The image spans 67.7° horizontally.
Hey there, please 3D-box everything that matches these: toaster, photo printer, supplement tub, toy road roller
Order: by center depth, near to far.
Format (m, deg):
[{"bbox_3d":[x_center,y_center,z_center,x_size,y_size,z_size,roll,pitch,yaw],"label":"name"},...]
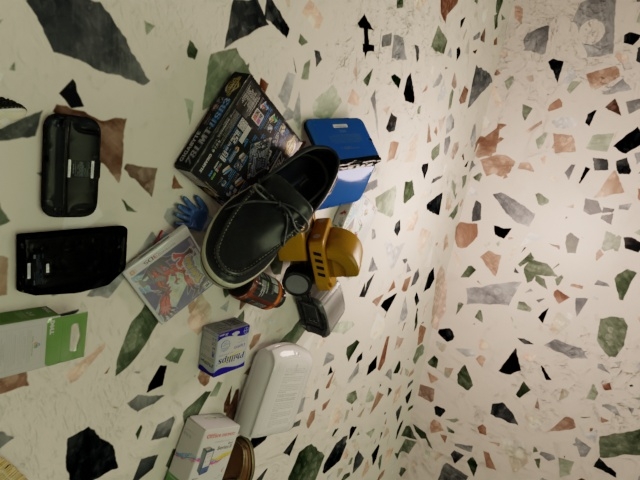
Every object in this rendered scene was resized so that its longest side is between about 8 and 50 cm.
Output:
[{"bbox_3d":[-0.183,0.147,1.429,0.198,0.106,0.106,37,74,-54],"label":"supplement tub"},{"bbox_3d":[0.000,0.000,1.460,0.202,0.240,0.330,-74,158,-58],"label":"toy road roller"},{"bbox_3d":[-0.150,0.499,1.629,0.256,0.107,0.308,21,87,-56],"label":"photo printer"},{"bbox_3d":[0.002,0.223,1.707,0.146,0.129,0.227,-46,136,-39],"label":"toaster"}]

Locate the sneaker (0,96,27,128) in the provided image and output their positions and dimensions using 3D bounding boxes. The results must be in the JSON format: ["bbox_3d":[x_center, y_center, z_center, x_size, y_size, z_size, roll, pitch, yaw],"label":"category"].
[{"bbox_3d":[-0.572,-0.189,0.788,0.161,0.057,0.075,-30,144,-46],"label":"sneaker"}]

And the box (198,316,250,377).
[{"bbox_3d":[-0.280,0.310,1.393,0.126,0.072,0.137,-7,111,-53],"label":"box"}]

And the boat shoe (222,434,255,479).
[{"bbox_3d":[-0.299,0.790,1.546,0.104,0.110,0.307,5,100,-56],"label":"boat shoe"}]

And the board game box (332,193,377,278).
[{"bbox_3d":[0.107,-0.027,1.805,0.193,0.053,0.305,36,75,-54],"label":"board game box"}]

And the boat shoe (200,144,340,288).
[{"bbox_3d":[-0.113,-0.083,1.207,0.187,0.156,0.500,47,56,-9],"label":"boat shoe"}]

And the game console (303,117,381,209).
[{"bbox_3d":[0.048,-0.259,1.601,0.293,0.173,0.250,-17,80,-46],"label":"game console"}]

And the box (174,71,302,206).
[{"bbox_3d":[-0.200,-0.232,1.266,0.296,0.073,0.293,-62,147,-12],"label":"box"}]

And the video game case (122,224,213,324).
[{"bbox_3d":[-0.368,0.088,1.187,0.183,0.023,0.201,-40,136,-23],"label":"video game case"}]

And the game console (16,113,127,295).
[{"bbox_3d":[-0.489,-0.066,0.961,0.213,0.044,0.362,-9,112,-55],"label":"game console"}]

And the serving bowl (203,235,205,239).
[{"bbox_3d":[-0.281,0.004,1.261,0.083,0.027,0.083,-28,126,-48],"label":"serving bowl"}]

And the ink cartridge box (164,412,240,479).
[{"bbox_3d":[-0.351,0.638,1.423,0.154,0.093,0.213,24,83,-55],"label":"ink cartridge box"}]

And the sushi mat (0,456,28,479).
[{"bbox_3d":[-0.738,0.555,0.904,0.316,0.019,0.151,-46,136,-34],"label":"sushi mat"}]

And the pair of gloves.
[{"bbox_3d":[-0.337,-0.012,1.215,0.159,0.023,0.198,44,68,-53],"label":"pair of gloves"}]

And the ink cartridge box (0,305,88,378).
[{"bbox_3d":[-0.576,0.195,0.934,0.209,0.062,0.109,-5,109,-54],"label":"ink cartridge box"}]
